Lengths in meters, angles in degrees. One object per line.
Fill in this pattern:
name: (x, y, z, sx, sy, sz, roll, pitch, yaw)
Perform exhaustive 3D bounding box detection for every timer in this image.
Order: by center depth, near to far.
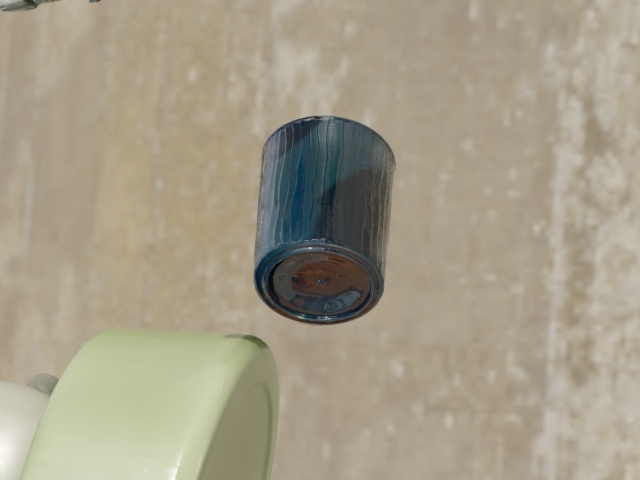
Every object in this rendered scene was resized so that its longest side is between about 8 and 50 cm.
timer: (-0.219, 0.185, 1.423, 0.291, 0.315, 0.291, 12, -90, -80)

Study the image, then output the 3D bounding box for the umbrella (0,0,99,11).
umbrella: (-0.099, -0.159, 1.039, 0.188, 0.050, 0.046, -13, 72, 26)

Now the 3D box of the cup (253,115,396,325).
cup: (0.009, -0.003, 1.550, 0.150, 0.113, 0.138, 58, -153, -42)
